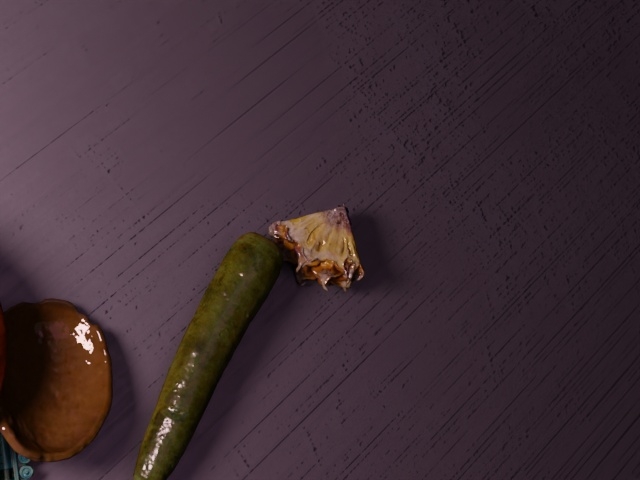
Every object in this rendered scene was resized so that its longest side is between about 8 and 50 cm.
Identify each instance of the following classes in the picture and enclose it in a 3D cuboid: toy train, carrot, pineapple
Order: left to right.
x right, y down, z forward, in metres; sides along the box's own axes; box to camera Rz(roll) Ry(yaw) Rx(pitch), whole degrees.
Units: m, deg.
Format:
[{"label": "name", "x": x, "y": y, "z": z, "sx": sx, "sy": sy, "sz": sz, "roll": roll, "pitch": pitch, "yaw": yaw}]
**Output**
[{"label": "toy train", "x": -0.356, "y": 0.238, "z": 1.507, "sx": 0.045, "sy": 0.029, "sz": 0.092, "roll": -6, "pitch": 83, "yaw": -19}, {"label": "carrot", "x": -0.145, "y": 0.150, "z": 1.606, "sx": 0.074, "sy": 0.074, "sz": 0.359, "roll": 32, "pitch": 70, "yaw": -16}, {"label": "pineapple", "x": 0.000, "y": 0.000, "z": 1.705, "sx": 0.137, "sy": 0.069, "sz": 0.116, "roll": 32, "pitch": 68, "yaw": -14}]

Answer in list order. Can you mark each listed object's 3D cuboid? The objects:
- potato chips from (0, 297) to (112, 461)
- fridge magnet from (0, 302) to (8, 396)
[{"label": "potato chips", "x": -0.318, "y": 0.163, "z": 1.517, "sx": 0.150, "sy": 0.049, "sz": 0.202, "roll": 6, "pitch": 62, "yaw": -34}, {"label": "fridge magnet", "x": -0.515, "y": 0.117, "z": 1.381, "sx": 0.363, "sy": 0.155, "sz": 0.364, "roll": 5, "pitch": 79, "yaw": -26}]
